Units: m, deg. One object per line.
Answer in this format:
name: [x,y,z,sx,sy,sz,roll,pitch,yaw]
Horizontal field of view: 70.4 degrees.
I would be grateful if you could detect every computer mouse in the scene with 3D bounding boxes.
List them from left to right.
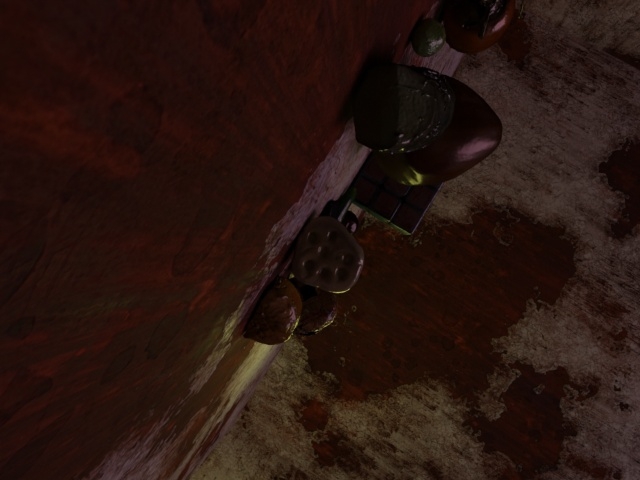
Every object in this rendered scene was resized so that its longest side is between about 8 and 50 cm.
computer mouse: [0.004,0.003,1.536,0.295,0.087,0.168,-61,170,5]

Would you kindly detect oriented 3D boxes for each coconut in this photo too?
coconut: [0.274,-0.513,1.145,0.096,0.088,0.088,-51,172,-12]

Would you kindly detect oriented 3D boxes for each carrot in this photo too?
carrot: [0.458,-0.656,1.304,0.193,0.214,0.331,-61,170,12]

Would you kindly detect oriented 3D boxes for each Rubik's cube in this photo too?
Rubik's cube: [0.312,-0.219,1.843,0.304,0.305,0.301,-57,173,3]

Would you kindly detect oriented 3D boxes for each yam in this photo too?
yam: [0.185,-0.297,1.004,0.271,0.201,0.202,-24,109,-54]

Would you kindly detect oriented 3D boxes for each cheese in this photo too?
cheese: [0.016,0.045,1.349,0.218,0.235,0.117,-18,-176,0]

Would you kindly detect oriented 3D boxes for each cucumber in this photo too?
cucumber: [0.062,-0.093,1.666,0.250,0.056,0.056,-60,174,-4]

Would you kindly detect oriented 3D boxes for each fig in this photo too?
fig: [0.094,-0.076,1.839,0.154,0.103,0.109,-132,-153,-65]

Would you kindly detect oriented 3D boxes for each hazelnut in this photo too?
hazelnut: [0.326,-0.315,1.319,0.366,0.366,0.366,-57,174,-10]

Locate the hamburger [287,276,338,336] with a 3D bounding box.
hamburger: [-0.047,0.230,1.638,0.231,0.231,0.107,-55,172,-24]

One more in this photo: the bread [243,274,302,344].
bread: [-0.133,0.230,1.420,0.229,0.139,0.143,-61,-179,34]
